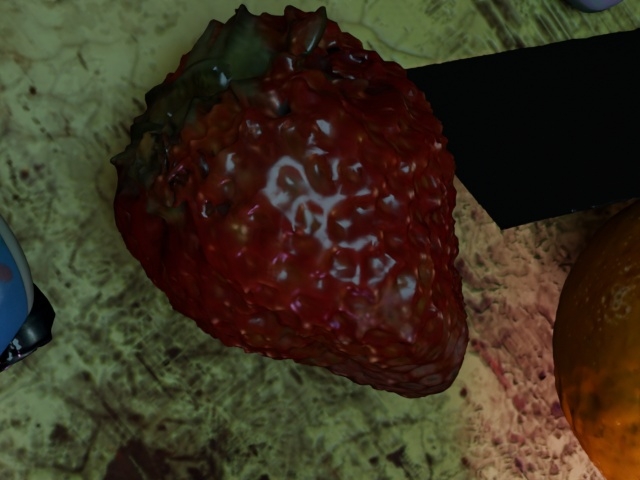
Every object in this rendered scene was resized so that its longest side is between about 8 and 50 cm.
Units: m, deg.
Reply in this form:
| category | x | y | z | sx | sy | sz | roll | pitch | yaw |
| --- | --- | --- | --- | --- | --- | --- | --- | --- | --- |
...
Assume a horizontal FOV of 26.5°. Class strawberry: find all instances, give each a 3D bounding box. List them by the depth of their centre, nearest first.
| category | x | y | z | sx | sy | sz | roll | pitch | yaw |
| --- | --- | --- | --- | --- | --- | --- | --- | --- | --- |
| strawberry | 0.000 | 0.000 | 1.091 | 0.267 | 0.312 | 0.351 | -33 | 122 | 6 |

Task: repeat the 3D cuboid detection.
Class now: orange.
| category | x | y | z | sx | sy | sz | roll | pitch | yaw |
| --- | --- | --- | --- | --- | --- | --- | --- | --- | --- |
| orange | 0.358 | 0.116 | 1.187 | 0.340 | 0.340 | 0.293 | 37 | 104 | -16 |

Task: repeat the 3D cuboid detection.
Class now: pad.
| category | x | y | z | sx | sy | sz | roll | pitch | yaw |
| --- | --- | --- | --- | --- | --- | --- | --- | --- | --- |
| pad | 0.263 | -0.116 | 1.205 | 0.368 | 0.247 | 0.007 | -13 | 130 | -19 |

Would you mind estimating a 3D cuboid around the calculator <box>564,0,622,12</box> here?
| category | x | y | z | sx | sy | sz | roll | pitch | yaw |
| --- | --- | --- | --- | --- | --- | --- | --- | --- | --- |
| calculator | 0.212 | -0.319 | 1.262 | 0.246 | 0.045 | 0.141 | 34 | 81 | -16 |

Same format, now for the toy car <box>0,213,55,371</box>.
| category | x | y | z | sx | sy | sz | roll | pitch | yaw |
| --- | --- | --- | --- | --- | --- | --- | --- | --- | --- |
| toy car | -0.334 | 0.056 | 0.987 | 0.188 | 0.255 | 0.190 | 58 | 31 | -7 |
